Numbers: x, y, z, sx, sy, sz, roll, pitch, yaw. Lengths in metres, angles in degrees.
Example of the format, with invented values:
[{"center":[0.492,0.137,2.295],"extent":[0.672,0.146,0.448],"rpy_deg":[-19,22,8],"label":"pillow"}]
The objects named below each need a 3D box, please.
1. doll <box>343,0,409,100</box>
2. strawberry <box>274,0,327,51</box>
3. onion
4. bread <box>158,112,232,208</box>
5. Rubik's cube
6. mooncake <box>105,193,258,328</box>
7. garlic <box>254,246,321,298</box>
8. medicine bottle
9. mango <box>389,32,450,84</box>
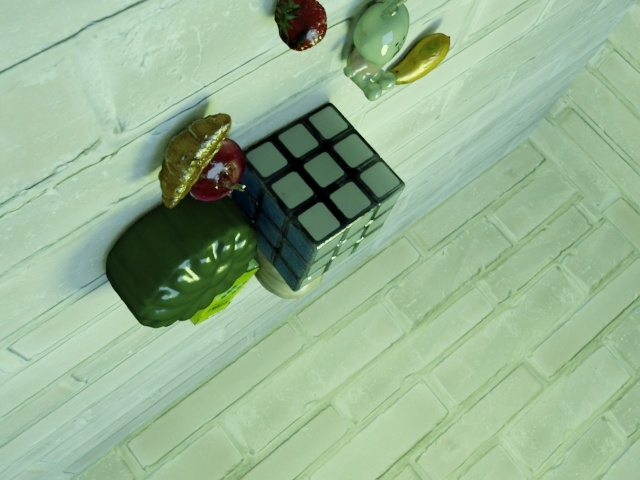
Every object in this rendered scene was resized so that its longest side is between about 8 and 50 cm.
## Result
[{"center":[0.117,-0.424,1.393],"extent":[0.155,0.113,0.275],"rpy_deg":[-44,163,-25],"label":"doll"},{"center":[-0.028,-0.380,1.130],"extent":[0.106,0.106,0.106],"rpy_deg":[-37,167,-10],"label":"strawberry"},{"center":[-0.204,-0.135,1.371],"extent":[0.150,0.140,0.150],"rpy_deg":[-42,154,-26],"label":"onion"},{"center":[-0.259,-0.165,1.260],"extent":[0.233,0.076,0.105],"rpy_deg":[-53,175,22],"label":"bread"},{"center":[-0.019,-0.102,1.637],"extent":[0.303,0.301,0.305],"rpy_deg":[-35,167,-23],"label":"Rubik's cube"},{"center":[-0.318,0.047,1.550],"extent":[0.356,0.194,0.356],"rpy_deg":[-37,168,-9],"label":"mooncake"},{"center":[-0.088,0.022,1.991],"extent":[0.317,0.259,0.318],"rpy_deg":[-159,-90,-79],"label":"garlic"},{"center":[-0.317,0.116,1.910],"extent":[0.250,0.141,0.137],"rpy_deg":[-48,168,33],"label":"medicine bottle"},{"center":[0.262,-0.470,1.694],"extent":[0.190,0.075,0.098],"rpy_deg":[-39,152,14],"label":"mango"}]
